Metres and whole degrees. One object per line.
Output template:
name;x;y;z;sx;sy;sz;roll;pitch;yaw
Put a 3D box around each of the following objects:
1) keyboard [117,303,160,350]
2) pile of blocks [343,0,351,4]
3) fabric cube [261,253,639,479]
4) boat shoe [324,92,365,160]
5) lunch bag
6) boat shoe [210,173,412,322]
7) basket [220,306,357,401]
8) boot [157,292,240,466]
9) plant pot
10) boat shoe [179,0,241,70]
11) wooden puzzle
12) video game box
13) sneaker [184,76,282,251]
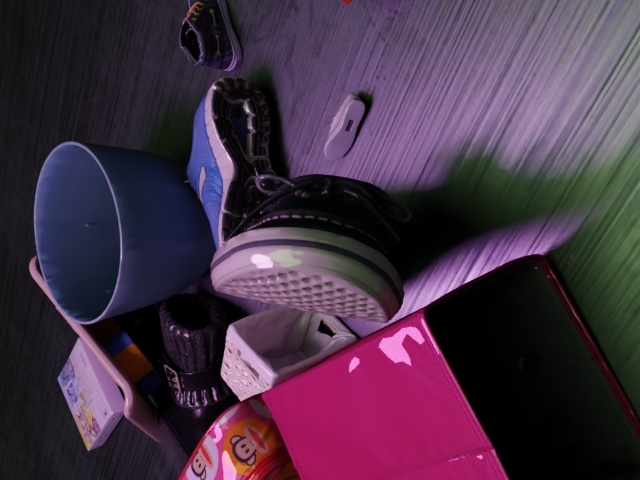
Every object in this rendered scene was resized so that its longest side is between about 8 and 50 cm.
keyboard;-0.376;0.153;1.349;0.100;0.038;0.192;50;133;11
pile of blocks;-0.006;-0.416;0.872;0.362;0.148;0.113;50;170;38
fabric cube;0.144;0.198;0.692;0.258;0.254;0.259;-36;76;43
boat shoe;0.031;-0.160;0.910;0.035;0.035;0.100;-109;35;-49
lunch bag;-0.061;0.318;0.871;0.120;0.293;0.258;45;114;31
boat shoe;0.000;0.000;0.712;0.186;0.500;0.156;11;88;4
basket;-0.049;0.170;0.945;0.113;0.167;0.103;41;129;32
boot;-0.172;0.258;1.095;0.347;0.131;0.260;24;112;40
plant pot;-0.315;-0.022;1.116;0.292;0.235;0.293;7;100;42
boat shoe;-0.196;-0.362;1.057;0.065;0.083;0.184;-37;71;41
wooden puzzle;-0.398;0.205;1.245;0.348;0.080;0.322;49;162;19
video game box;-0.539;0.358;1.521;0.187;0.048;0.205;-50;63;34
sneaker;-0.136;-0.082;1.036;0.147;0.129;0.330;-9;87;58
